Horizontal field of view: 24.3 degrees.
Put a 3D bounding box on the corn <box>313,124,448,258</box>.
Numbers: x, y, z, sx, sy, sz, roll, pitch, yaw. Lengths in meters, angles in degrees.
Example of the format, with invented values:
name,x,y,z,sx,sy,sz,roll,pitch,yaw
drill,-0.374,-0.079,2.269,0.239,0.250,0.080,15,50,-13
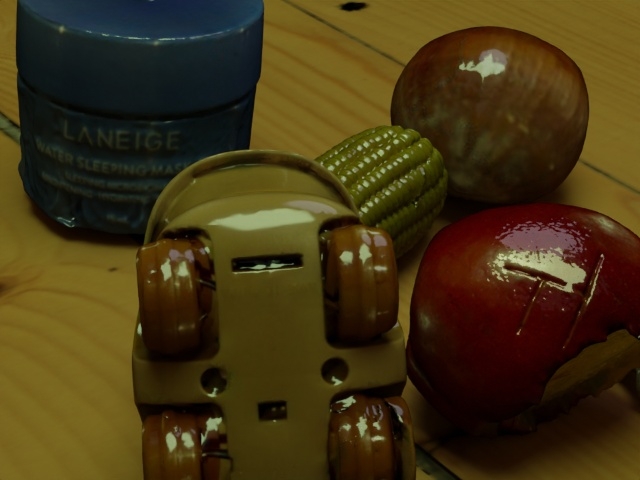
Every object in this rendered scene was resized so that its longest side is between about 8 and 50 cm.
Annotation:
name,x,y,z,sx,sy,sz,roll,pitch,yaw
corn,0.000,0.000,1.384,0.131,0.131,0.344,18,35,24

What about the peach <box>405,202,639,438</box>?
name,x,y,z,sx,sy,sz,roll,pitch,yaw
peach,0.185,0.071,1.214,0.226,0.189,0.196,10,30,9

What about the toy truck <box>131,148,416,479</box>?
name,x,y,z,sx,sy,sz,roll,pitch,yaw
toy truck,-0.041,0.079,1.138,0.204,0.288,0.211,-5,7,-5

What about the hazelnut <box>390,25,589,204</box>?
name,x,y,z,sx,sy,sz,roll,pitch,yaw
hazelnut,0.175,-0.128,1.556,0.214,0.176,0.214,-4,45,4

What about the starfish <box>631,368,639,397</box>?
name,x,y,z,sx,sy,sz,roll,pitch,yaw
starfish,0.232,0.068,1.368,0.236,0.062,0.277,-8,37,-6

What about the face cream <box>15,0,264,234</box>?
name,x,y,z,sx,sy,sz,roll,pitch,yaw
face cream,-0.186,-0.149,1.526,0.249,0.225,0.249,3,29,-2
